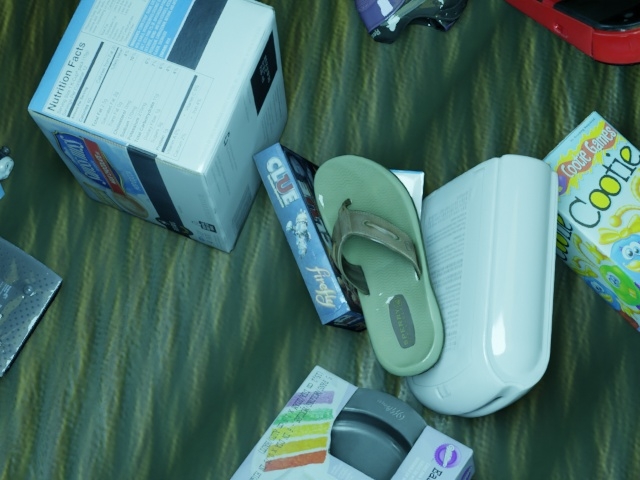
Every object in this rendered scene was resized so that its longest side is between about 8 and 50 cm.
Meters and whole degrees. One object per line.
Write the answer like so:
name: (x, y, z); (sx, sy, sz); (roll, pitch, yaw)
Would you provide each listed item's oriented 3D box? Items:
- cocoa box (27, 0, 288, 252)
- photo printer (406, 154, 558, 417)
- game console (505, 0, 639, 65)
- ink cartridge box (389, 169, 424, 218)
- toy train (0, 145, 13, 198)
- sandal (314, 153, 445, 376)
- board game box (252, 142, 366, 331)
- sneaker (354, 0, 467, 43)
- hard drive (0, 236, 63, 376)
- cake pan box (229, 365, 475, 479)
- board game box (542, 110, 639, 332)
cocoa box: (-0.192, -0.165, 1.467); (0.228, 0.347, 0.231); (20, 76, 6)
photo printer: (0.201, 0.070, 1.451); (0.107, 0.256, 0.307); (11, 73, -17)
game console: (0.485, -0.379, 1.584); (0.387, 0.060, 0.342); (-25, 32, -8)
ink cartridge box: (0.088, -0.051, 1.548); (0.092, 0.143, 0.089); (4, 92, 1)
toy train: (-0.517, -0.121, 1.598); (0.184, 0.080, 0.105); (33, 71, 9)
sandal: (0.072, 0.020, 1.406); (0.120, 0.086, 0.302); (-30, 66, 21)
board game box: (0.000, 0.000, 1.513); (0.042, 0.165, 0.243); (-27, 75, 14)
sneaker: (0.189, -0.374, 1.668); (0.283, 0.107, 0.124); (-22, 90, -2)
hard drive: (-0.496, 0.064, 1.556); (0.255, 0.054, 0.172); (28, 76, 8)
cake pan box: (0.029, 0.312, 1.420); (0.246, 0.070, 0.267); (28, 62, 24)
board game box: (0.408, -0.012, 1.527); (0.142, 0.144, 0.275); (-43, 78, -10)
